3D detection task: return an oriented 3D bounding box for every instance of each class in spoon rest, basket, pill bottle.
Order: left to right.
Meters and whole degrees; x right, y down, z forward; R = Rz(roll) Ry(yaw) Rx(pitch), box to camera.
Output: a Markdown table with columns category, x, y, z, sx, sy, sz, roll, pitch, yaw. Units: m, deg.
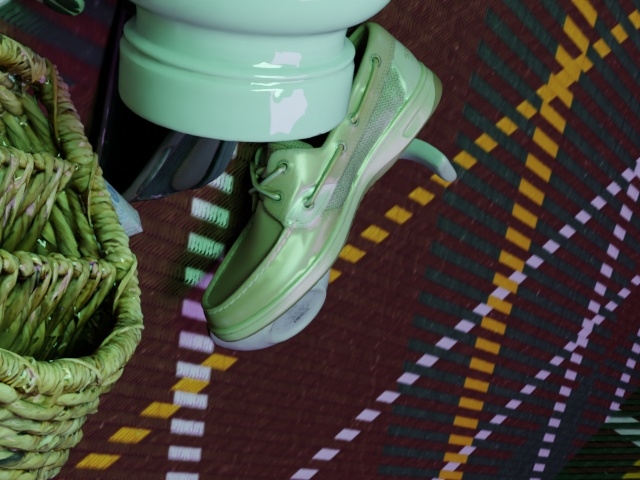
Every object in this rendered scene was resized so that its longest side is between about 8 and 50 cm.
| category | x | y | z | sx | sy | sz | roll | pitch | yaw |
| --- | --- | --- | --- | --- | --- | --- | --- | --- | --- |
| basket | -0.213 | 0.007 | 0.986 | 0.223 | 0.213 | 0.299 | -59 | 158 | 7 |
| pill bottle | -0.035 | -0.236 | 0.984 | 0.188 | 0.188 | 0.334 | -26 | 130 | -52 |
| spoon rest | 0.000 | 0.000 | 1.621 | 0.276 | 0.084 | 0.137 | -42 | 156 | -1 |

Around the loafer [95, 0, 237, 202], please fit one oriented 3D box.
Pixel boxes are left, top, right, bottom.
| category | x | y | z | sx | sy | sz | roll | pitch | yaw |
| --- | --- | --- | --- | --- | --- | --- | --- | --- | --- |
| loafer | -0.095 | -0.140 | 1.183 | 0.095 | 0.109 | 0.302 | -31 | 150 | -39 |

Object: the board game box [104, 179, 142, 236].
| category | x | y | z | sx | sy | sz | roll | pitch | yaw |
| --- | --- | --- | --- | --- | --- | --- | --- | --- | --- |
| board game box | -0.183 | -0.012 | 1.216 | 0.090 | 0.020 | 0.090 | -21 | 158 | 7 |

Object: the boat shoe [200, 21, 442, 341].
| category | x | y | z | sx | sy | sz | roll | pitch | yaw |
| --- | --- | --- | --- | --- | --- | --- | --- | --- | --- |
| boat shoe | -0.018 | -0.052 | 1.482 | 0.098 | 0.109 | 0.302 | 41 | 81 | -28 |

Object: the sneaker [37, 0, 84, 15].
| category | x | y | z | sx | sy | sz | roll | pitch | yaw |
| --- | --- | --- | --- | --- | --- | --- | --- | --- | --- |
| sneaker | -0.154 | -0.206 | 1.021 | 0.071 | 0.068 | 0.170 | -47 | 156 | -36 |
